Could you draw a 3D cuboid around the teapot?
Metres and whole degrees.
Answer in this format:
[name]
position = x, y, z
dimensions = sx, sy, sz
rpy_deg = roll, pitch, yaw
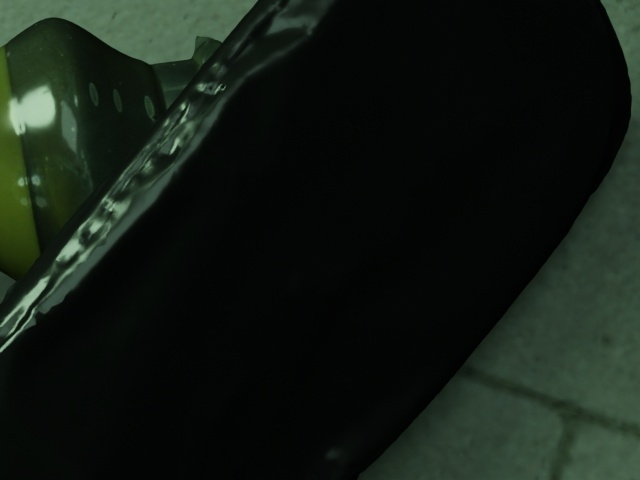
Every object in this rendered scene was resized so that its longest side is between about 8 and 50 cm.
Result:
[teapot]
position = -0.089, -0.020, 0.499
dimensions = 0.119, 0.130, 0.165
rpy_deg = -10, 79, -14

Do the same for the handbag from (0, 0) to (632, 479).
[handbag]
position = -0.002, 0.002, 0.454
dimensions = 0.332, 0.191, 0.075
rpy_deg = -49, 38, -12
